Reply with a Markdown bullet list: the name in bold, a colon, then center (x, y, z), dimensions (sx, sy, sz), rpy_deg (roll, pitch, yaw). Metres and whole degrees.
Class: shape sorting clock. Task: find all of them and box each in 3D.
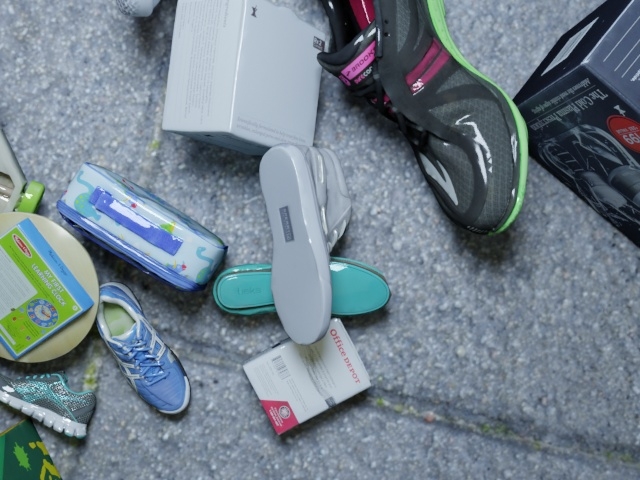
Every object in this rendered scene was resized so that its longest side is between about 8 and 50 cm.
- **shape sorting clock**: center (-0.393, 0.063, 1.056), dimensions (0.206, 0.040, 0.206), rpy_deg (2, 105, 7)

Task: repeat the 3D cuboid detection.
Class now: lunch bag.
- **lunch bag**: center (-0.234, -0.015, 1.063), dimensions (0.218, 0.176, 0.090), rpy_deg (32, 87, -3)

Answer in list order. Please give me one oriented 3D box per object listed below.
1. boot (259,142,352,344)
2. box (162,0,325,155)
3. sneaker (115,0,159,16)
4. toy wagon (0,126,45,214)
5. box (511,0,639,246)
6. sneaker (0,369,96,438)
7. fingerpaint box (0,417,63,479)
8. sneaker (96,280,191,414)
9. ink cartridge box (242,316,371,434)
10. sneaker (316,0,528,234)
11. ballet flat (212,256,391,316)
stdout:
- **boot**: center (0.000, 0.000, 1.045), dimensions (0.095, 0.123, 0.259), rpy_deg (-6, 91, 41)
- **box**: center (-0.097, -0.214, 1.057), dimensions (0.119, 0.181, 0.182), rpy_deg (6, 88, 34)
- **sneaker**: center (-0.164, -0.436, 1.042), dimensions (0.210, 0.137, 0.366), rpy_deg (1, 57, -7)
- **toy wagon**: center (-0.511, -0.084, 1.063), dimensions (0.267, 0.068, 0.345), rpy_deg (23, 100, -15)
- **box**: center (0.436, -0.148, 1.018), dimensions (0.312, 0.343, 0.179), rpy_deg (39, 86, -1)
- **sneaker**: center (-0.389, 0.212, 1.116), dimensions (0.166, 0.065, 0.076), rpy_deg (28, 71, -5)
- **fingerpaint box**: center (-0.558, 0.422, 0.941), dimensions (0.444, 0.371, 0.163), rpy_deg (-29, 91, -4)
- **sneaker**: center (-0.256, 0.154, 1.105), dimensions (0.080, 0.081, 0.211), rpy_deg (-36, 91, -3)
- **ink cartridge box**: center (-0.019, 0.187, 1.127), dimensions (0.150, 0.063, 0.109), rpy_deg (-27, 91, -4)
- **sneaker**: center (0.105, -0.213, 1.061), dimensions (0.202, 0.185, 0.483), rpy_deg (-22, 80, -34)
- **ballet flat**: center (-0.027, 0.061, 1.117), dimensions (0.247, 0.087, 0.083), rpy_deg (0, 96, -6)
